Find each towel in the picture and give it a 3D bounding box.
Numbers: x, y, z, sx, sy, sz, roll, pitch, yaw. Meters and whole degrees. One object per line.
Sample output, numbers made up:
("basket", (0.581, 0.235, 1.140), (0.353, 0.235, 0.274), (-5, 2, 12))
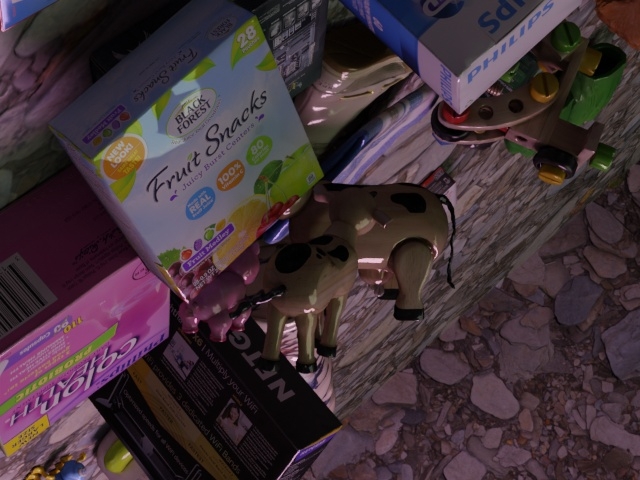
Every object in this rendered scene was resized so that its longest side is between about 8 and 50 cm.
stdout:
("towel", (0.044, -0.104, 1.441), (0.209, 0.034, 0.285), (-43, 178, 30))

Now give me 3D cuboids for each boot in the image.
("boot", (0.039, -0.175, 1.309), (0.213, 0.077, 0.165), (-25, 158, -48))

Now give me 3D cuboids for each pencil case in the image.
("pencil case", (-0.060, 0.161, 1.649), (0.410, 0.159, 0.184), (88, 9, -55))

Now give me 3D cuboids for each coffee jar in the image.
("coffee jar", (0.279, -0.225, 1.772), (0.184, 0.079, 0.096), (-51, 166, 21))

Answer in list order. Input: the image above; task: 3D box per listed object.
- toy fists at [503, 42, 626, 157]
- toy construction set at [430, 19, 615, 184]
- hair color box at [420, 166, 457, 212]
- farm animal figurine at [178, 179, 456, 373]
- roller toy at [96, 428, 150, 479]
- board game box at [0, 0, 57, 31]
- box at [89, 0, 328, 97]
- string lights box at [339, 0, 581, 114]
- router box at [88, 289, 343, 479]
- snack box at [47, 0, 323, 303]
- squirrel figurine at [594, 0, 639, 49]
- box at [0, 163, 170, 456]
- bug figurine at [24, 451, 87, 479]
("toy fists", (0.446, -0.254, 2.097), (0.279, 0.096, 0.142), (-35, 152, -24))
("toy construction set", (0.308, -0.221, 1.479), (0.257, 0.237, 0.309), (-55, 170, -35))
("hair color box", (0.207, -0.076, 2.046), (0.072, 0.043, 0.141), (-43, 166, -5))
("farm animal figurine", (-0.001, -0.009, 1.142), (0.326, 0.330, 0.172), (-1, 107, -29))
("roller toy", (-0.238, 0.332, 1.792), (0.209, 0.146, 0.191), (-37, 163, -27))
("board game box", (-0.154, -0.258, 0.696), (0.145, 0.027, 0.281), (-38, 163, -27))
("box", (-0.095, -0.158, 1.038), (0.232, 0.059, 0.183), (-38, 160, -20))
("string lights box", (0.061, -0.235, 0.857), (0.133, 0.260, 0.077), (-42, 164, -5))
("router box", (-0.147, 0.182, 1.330), (0.081, 0.309, 0.243), (-22, 154, -47))
("snack box", (-0.103, -0.073, 0.944), (0.174, 0.070, 0.207), (-44, 143, -14))
("squirrel figurine", (0.627, -0.476, 1.781), (0.370, 0.281, 0.397), (-48, -178, -27))
("box", (-0.263, 0.068, 1.099), (0.213, 0.117, 0.243), (-37, 163, -24))
("bug figurine", (-0.443, 0.394, 1.579), (0.216, 0.072, 0.279), (-50, 164, 22))
